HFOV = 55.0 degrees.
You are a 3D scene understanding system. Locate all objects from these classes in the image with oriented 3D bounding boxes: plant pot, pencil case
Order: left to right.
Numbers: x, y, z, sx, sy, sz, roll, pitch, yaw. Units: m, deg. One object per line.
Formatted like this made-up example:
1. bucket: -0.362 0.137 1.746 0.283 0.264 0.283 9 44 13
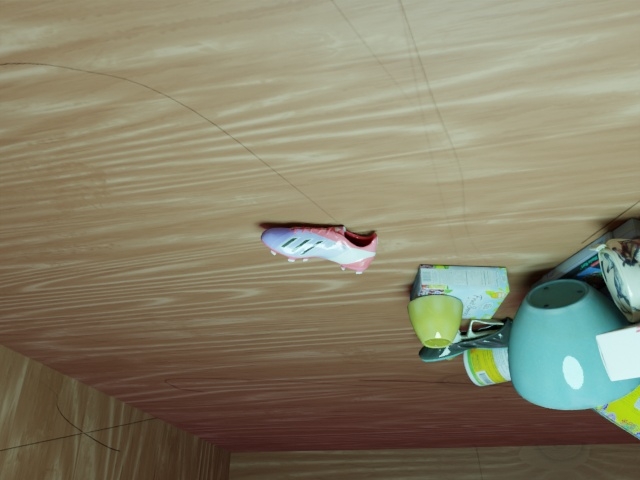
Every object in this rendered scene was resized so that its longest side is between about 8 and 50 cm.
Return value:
1. plant pot: 0.275 0.200 1.465 0.134 0.095 0.134 2 150 1
2. plant pot: 0.542 0.200 1.350 0.290 0.290 0.195 -13 109 24
3. pencil case: 0.737 0.026 1.145 0.410 0.183 0.160 -18 168 17

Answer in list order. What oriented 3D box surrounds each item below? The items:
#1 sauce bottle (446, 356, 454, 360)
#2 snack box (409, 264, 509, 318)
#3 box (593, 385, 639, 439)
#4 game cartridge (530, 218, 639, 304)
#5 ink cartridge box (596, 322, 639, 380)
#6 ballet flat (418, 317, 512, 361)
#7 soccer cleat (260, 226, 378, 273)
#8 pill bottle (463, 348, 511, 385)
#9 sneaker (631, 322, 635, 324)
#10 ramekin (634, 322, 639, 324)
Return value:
1. sauce bottle: 0.414 0.336 1.903 0.042 0.042 0.128 5 152 -6
2. snack box: 0.334 0.129 1.504 0.207 0.070 0.174 0 151 0
3. box: 0.722 0.349 1.578 0.290 0.177 0.279 33 179 -23
4. game cartridge: 0.672 0.073 1.400 0.230 0.068 0.355 6 151 -16
5. ink cartridge box: 0.639 0.191 1.146 0.218 0.092 0.158 -3 164 -46
6. ballet flat: 0.410 0.268 1.736 0.280 0.096 0.095 -11 -166 3
7. soccer cleat: 0.000 0.000 1.300 0.248 0.083 0.095 14 120 -12
8. pill bottle: 0.559 0.339 1.803 0.246 0.136 0.136 -23 143 37
9. sneaker: 0.889 0.254 1.672 0.079 0.121 0.217 -7 171 29
10. ramekin: 0.826 0.200 1.405 0.207 0.207 0.109 -5 176 12
